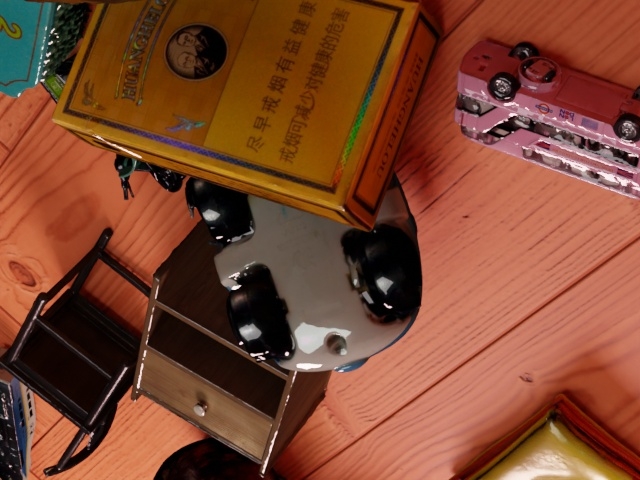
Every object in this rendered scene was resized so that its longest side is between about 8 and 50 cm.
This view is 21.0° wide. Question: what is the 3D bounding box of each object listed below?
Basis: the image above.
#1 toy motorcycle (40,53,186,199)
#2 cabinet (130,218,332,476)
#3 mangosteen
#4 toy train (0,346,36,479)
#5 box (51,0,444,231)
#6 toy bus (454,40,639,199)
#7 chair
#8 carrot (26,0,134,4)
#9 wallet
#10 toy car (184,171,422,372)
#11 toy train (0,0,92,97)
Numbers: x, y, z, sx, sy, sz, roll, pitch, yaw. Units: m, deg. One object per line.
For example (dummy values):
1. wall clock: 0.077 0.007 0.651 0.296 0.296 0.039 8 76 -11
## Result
1. toy motorcycle: -0.204 -0.116 1.764 0.100 0.058 0.173 -18 113 52
2. cabinet: -0.081 0.105 1.800 0.174 0.148 0.215 29 139 11
3. mangosteen: -0.104 0.319 2.005 0.200 0.200 0.200 20 135 21
4. toy train: -0.396 0.234 2.219 0.052 0.051 0.234 23 140 19
5. box: -0.066 -0.145 1.528 0.301 0.193 0.084 17 171 23
6. toy bus: 0.212 -0.102 1.467 0.203 0.063 0.090 22 137 18
7. chair: -0.268 0.132 1.964 0.141 0.154 0.260 38 136 2
8. carrot: -0.224 -0.317 1.460 0.340 0.241 0.241 5 128 29
9. wallet: 0.227 0.264 1.779 0.141 0.067 0.241 39 139 -2
10. toy car: 0.000 0.000 1.623 0.188 0.190 0.255 -22 82 13
11. toy train: -0.309 -0.245 1.685 0.163 0.112 0.203 27 140 5
